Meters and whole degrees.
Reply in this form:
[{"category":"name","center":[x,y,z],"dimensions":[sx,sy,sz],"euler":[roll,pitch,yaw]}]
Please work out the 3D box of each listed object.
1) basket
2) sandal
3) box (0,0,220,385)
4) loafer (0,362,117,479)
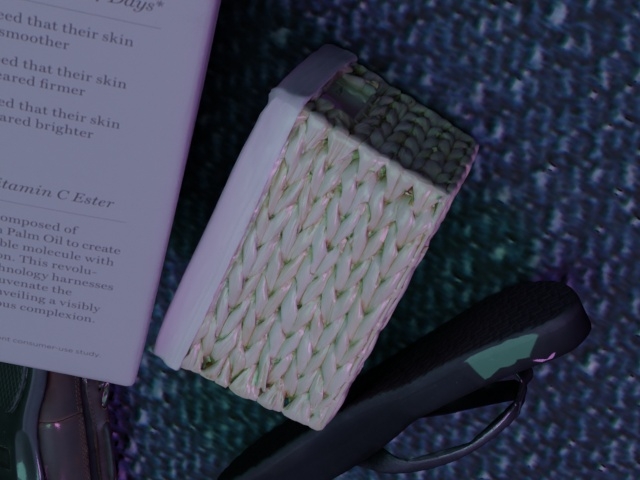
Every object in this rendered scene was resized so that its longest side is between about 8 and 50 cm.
[{"category":"basket","center":[0.000,0.000,0.735],"dimensions":[0.103,0.113,0.167],"euler":[29,115,3]},{"category":"sandal","center":[0.049,0.094,0.765],"dimensions":[0.254,0.097,0.054],"euler":[-34,94,36]},{"category":"box","center":[-0.151,-0.121,0.624],"dimensions":[0.215,0.168,0.345],"euler":[12,134,-6]},{"category":"loafer","center":[-0.163,0.097,0.853],"dimensions":[0.096,0.084,0.267],"euler":[19,113,46]}]
